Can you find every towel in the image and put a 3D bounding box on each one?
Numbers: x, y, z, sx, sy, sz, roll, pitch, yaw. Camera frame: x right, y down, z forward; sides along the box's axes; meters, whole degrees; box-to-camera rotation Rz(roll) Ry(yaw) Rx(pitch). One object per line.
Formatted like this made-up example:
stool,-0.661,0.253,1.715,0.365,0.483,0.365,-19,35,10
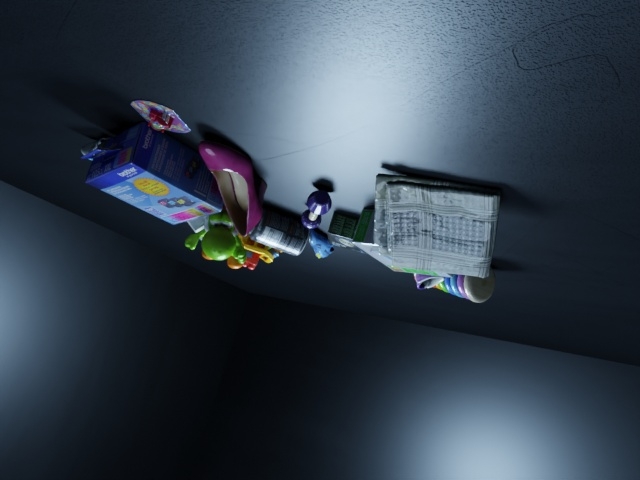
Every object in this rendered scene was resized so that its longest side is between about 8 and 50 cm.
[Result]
towel,0.295,-0.030,1.517,0.324,0.056,0.312,10,139,17

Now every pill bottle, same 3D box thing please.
pill bottle,-0.175,-0.042,2.129,0.246,0.130,0.130,22,165,-19

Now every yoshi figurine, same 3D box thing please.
yoshi figurine,-0.346,0.014,1.971,0.203,0.204,0.362,59,164,14

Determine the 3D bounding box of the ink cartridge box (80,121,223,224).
ink cartridge box,-0.518,-0.207,1.762,0.270,0.151,0.395,-12,149,41

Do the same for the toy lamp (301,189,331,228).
toy lamp,-0.013,-0.101,1.828,0.080,0.080,0.274,18,169,-5

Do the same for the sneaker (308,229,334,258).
sneaker,0.000,0.000,2.260,0.082,0.069,0.209,-19,149,6

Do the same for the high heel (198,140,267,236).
high heel,-0.264,-0.148,1.703,0.127,0.181,0.377,9,165,26

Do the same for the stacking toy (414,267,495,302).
stacking toy,0.475,0.138,2.117,0.141,0.141,0.330,25,170,-30

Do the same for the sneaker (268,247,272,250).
sneaker,-0.345,0.037,2.648,0.296,0.123,0.109,17,166,-4

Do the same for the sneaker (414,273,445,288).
sneaker,0.322,0.084,1.988,0.102,0.161,0.282,24,166,-34

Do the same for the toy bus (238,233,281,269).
toy bus,-0.228,0.021,2.270,0.220,0.211,0.149,19,165,-16

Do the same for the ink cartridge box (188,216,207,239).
ink cartridge box,-0.453,-0.101,2.127,0.172,0.100,0.237,52,170,9

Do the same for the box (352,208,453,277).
box,0.276,0.007,1.813,0.231,0.126,0.262,6,162,42

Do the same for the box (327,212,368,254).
box,0.122,-0.018,1.984,0.180,0.077,0.147,15,166,6

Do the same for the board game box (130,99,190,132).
board game box,-0.435,-0.318,1.547,0.133,0.033,0.168,12,165,17

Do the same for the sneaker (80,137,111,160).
sneaker,-0.703,-0.305,1.863,0.191,0.071,0.083,3,156,19
